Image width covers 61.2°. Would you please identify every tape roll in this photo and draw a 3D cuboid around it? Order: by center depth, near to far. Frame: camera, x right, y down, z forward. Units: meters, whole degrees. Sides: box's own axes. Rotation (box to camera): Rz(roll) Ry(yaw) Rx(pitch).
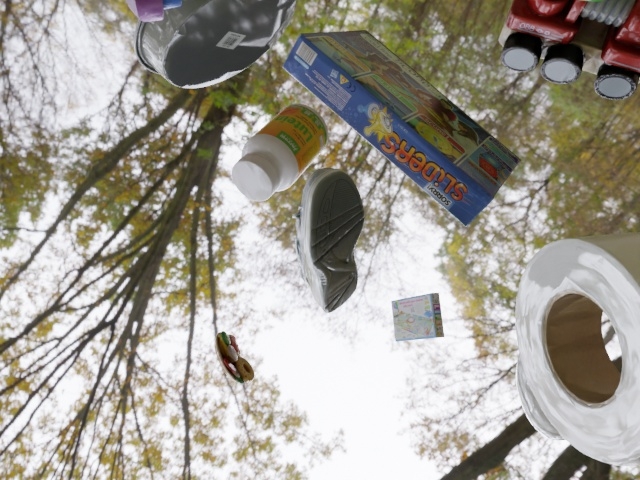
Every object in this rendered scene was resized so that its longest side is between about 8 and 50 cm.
[{"bbox_3d":[0.373,0.133,0.697,0.100,0.286,0.286,-5,-140,-13],"label":"tape roll"}]

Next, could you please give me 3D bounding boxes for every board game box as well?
[{"bbox_3d":[0.080,-0.110,0.480,0.201,0.035,0.136,43,-146,8],"label":"board game box"},{"bbox_3d":[0.230,0.186,1.296,0.026,0.154,0.103,2,-103,-29],"label":"board game box"}]

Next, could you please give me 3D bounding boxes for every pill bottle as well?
[{"bbox_3d":[-0.091,-0.196,1.215,0.136,0.136,0.245,31,-133,5],"label":"pill bottle"}]

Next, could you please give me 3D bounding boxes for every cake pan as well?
[{"bbox_3d":[-0.158,-0.350,0.880,0.054,0.293,0.293,57,-145,5],"label":"cake pan"}]

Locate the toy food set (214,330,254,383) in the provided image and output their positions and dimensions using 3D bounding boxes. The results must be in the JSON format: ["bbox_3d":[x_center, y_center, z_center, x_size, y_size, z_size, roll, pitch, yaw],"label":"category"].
[{"bbox_3d":[-0.126,0.168,0.779,0.083,0.020,0.082,65,-174,17],"label":"toy food set"}]

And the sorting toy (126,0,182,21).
[{"bbox_3d":[-0.171,-0.416,0.578,0.126,0.365,0.127,-21,-123,-21],"label":"sorting toy"}]

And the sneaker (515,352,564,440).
[{"bbox_3d":[0.396,0.176,0.928,0.108,0.169,0.292,-1,-123,13],"label":"sneaker"}]

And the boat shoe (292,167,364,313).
[{"bbox_3d":[0.002,-0.001,0.927,0.118,0.320,0.103,-36,-124,-22],"label":"boat shoe"}]

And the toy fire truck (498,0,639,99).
[{"bbox_3d":[0.384,-0.342,0.720,0.217,0.246,0.158,21,-107,9],"label":"toy fire truck"}]
